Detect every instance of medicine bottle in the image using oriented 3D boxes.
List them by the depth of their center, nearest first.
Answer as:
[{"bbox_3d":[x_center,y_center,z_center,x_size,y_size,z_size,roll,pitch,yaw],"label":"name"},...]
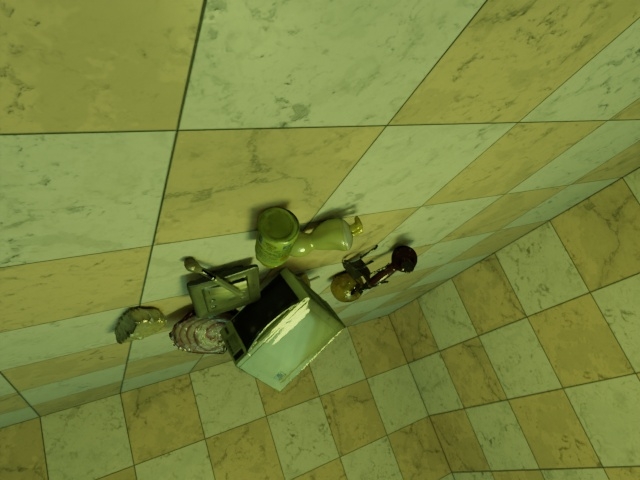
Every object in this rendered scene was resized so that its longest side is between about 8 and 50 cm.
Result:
[{"bbox_3d":[-0.136,-0.002,1.360,0.124,0.124,0.239,-15,163,-17],"label":"medicine bottle"}]

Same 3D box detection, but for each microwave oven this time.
[{"bbox_3d":[-0.163,0.360,1.867,0.394,0.247,0.333,-44,128,1],"label":"microwave oven"}]

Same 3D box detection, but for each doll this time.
[{"bbox_3d":[-0.003,-0.012,1.504,0.295,0.117,0.141,-7,168,2],"label":"doll"}]

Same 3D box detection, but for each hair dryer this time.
[{"bbox_3d":[0.307,0.163,2.107,0.340,0.123,0.312,-39,-178,14],"label":"hair dryer"}]

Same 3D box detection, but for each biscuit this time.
[{"bbox_3d":[-0.693,0.333,1.757,0.179,0.084,0.281,-6,156,-35],"label":"biscuit"}]

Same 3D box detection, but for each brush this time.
[{"bbox_3d":[-0.349,0.127,1.502,0.039,0.042,0.299,-49,142,-1],"label":"brush"}]

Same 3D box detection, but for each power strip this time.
[{"bbox_3d":[-0.353,0.173,1.660,0.256,0.092,0.251,-14,152,-16],"label":"power strip"}]

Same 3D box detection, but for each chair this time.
[{"bbox_3d":[0.192,0.134,2.014,0.213,0.174,0.149,-26,-159,30],"label":"chair"}]

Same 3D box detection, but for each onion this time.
[{"bbox_3d":[-0.502,0.359,1.965,0.279,0.146,0.314,17,127,-29],"label":"onion"}]

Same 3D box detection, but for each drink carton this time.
[{"bbox_3d":[-0.097,0.196,2.012,0.199,0.084,0.074,-21,172,-2],"label":"drink carton"}]

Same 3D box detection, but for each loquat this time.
[{"bbox_3d":[0.132,0.237,2.272,0.172,0.150,0.204,-13,177,-24],"label":"loquat"}]
